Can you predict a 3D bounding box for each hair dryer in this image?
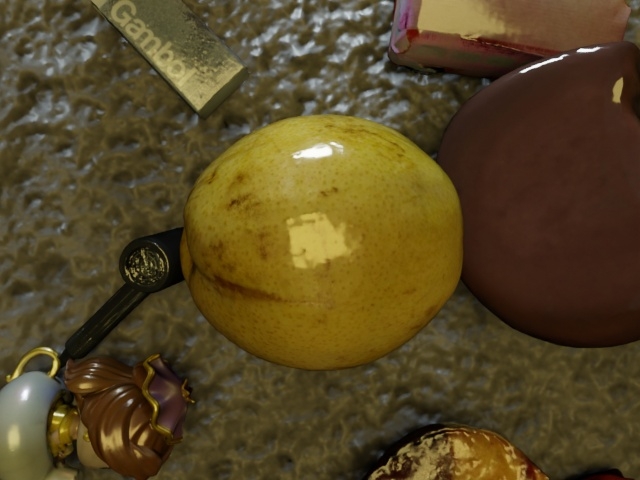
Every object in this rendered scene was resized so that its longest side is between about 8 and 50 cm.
[{"bbox_3d":[-0.257,0.086,0.726,0.255,0.128,0.070,-44,89,8],"label":"hair dryer"}]

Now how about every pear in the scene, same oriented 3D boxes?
[{"bbox_3d":[0.000,0.000,0.650,0.315,0.314,0.314,0,90,-4],"label":"pear"}]

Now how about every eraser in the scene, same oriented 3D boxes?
[{"bbox_3d":[-0.200,-0.268,0.758,0.212,0.046,0.092,45,87,-3],"label":"eraser"}]

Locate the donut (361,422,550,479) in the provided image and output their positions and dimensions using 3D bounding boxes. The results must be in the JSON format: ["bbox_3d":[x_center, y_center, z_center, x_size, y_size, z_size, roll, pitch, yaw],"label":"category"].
[{"bbox_3d":[0.147,0.310,0.756,0.295,0.112,0.151,-10,88,-5],"label":"donut"}]

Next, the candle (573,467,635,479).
[{"bbox_3d":[0.290,0.385,0.791,0.302,0.084,0.059,-21,60,3],"label":"candle"}]

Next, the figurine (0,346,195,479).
[{"bbox_3d":[-0.286,0.222,0.707,0.264,0.142,0.189,-4,90,-2],"label":"figurine"}]

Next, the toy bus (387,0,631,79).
[{"bbox_3d":[0.239,-0.275,0.745,0.303,0.147,0.127,8,95,-3],"label":"toy bus"}]

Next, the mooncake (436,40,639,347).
[{"bbox_3d":[0.296,-0.055,0.677,0.326,0.174,0.333,42,107,30],"label":"mooncake"}]
